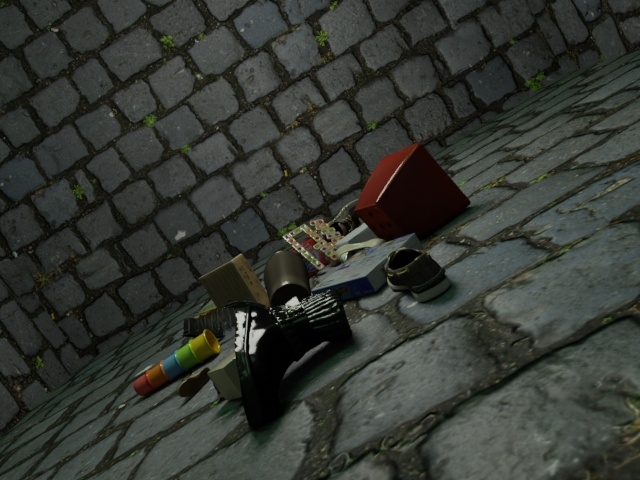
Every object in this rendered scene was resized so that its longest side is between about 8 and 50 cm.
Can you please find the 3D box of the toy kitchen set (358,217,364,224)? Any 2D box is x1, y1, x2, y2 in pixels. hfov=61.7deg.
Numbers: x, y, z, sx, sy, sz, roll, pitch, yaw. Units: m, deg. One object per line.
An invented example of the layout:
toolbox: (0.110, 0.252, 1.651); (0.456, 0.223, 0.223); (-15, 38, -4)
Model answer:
toy kitchen set: (0.190, -0.076, 2.382); (0.068, 0.075, 0.083); (-36, 13, -37)

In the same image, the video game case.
video game case: (0.137, 0.089, 1.601); (0.244, 0.061, 0.269); (-38, 10, -36)

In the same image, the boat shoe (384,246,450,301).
boat shoe: (0.216, 0.065, 1.310); (0.117, 0.096, 0.324); (-32, 8, -2)

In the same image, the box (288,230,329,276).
box: (-0.074, 0.084, 2.195); (0.257, 0.128, 0.123); (-35, 9, -29)

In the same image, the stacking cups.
stacking cups: (-0.501, 0.422, 1.842); (0.316, 0.096, 0.096); (-31, 8, 6)

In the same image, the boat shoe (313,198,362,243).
boat shoe: (0.115, -0.064, 2.504); (0.355, 0.132, 0.130); (-39, 17, 6)

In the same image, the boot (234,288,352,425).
boot: (-0.052, 0.236, 1.176); (0.260, 0.131, 0.348); (-7, 33, -4)

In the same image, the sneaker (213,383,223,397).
sneaker: (-0.223, 0.349, 1.375); (0.119, 0.057, 0.047); (-34, 6, -25)

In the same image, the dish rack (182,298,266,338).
dish rack: (-0.334, 0.280, 1.909); (0.272, 0.074, 0.208); (-21, -19, 22)

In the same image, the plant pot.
plant pot: (0.275, -0.123, 1.778); (0.235, 0.267, 0.267); (-47, 12, -16)

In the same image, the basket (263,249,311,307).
basket: (-0.101, 0.160, 1.712); (0.154, 0.204, 0.227); (-8, 17, -5)

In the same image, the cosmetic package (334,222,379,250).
cosmetic package: (0.179, -0.019, 2.042); (0.231, 0.085, 0.117); (-34, 7, -25)

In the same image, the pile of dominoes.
pile of dominoes: (0.000, 0.000, 2.131); (0.196, 0.251, 0.040); (-33, -34, -27)

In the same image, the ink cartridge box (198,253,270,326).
ink cartridge box: (-0.333, 0.197, 2.098); (0.193, 0.234, 0.088); (-26, 9, 29)

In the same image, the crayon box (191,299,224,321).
crayon box: (-0.449, 0.306, 2.421); (0.203, 0.083, 0.323); (-29, 7, 20)

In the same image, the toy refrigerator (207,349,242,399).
toy refrigerator: (-0.143, 0.284, 1.355); (0.269, 0.094, 0.102); (-36, 3, -39)

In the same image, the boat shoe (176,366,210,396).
boat shoe: (-0.372, 0.418, 1.558); (0.045, 0.050, 0.135); (-31, -3, 32)

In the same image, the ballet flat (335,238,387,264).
ballet flat: (0.126, 0.051, 1.840); (0.248, 0.086, 0.086); (-22, 12, 49)
